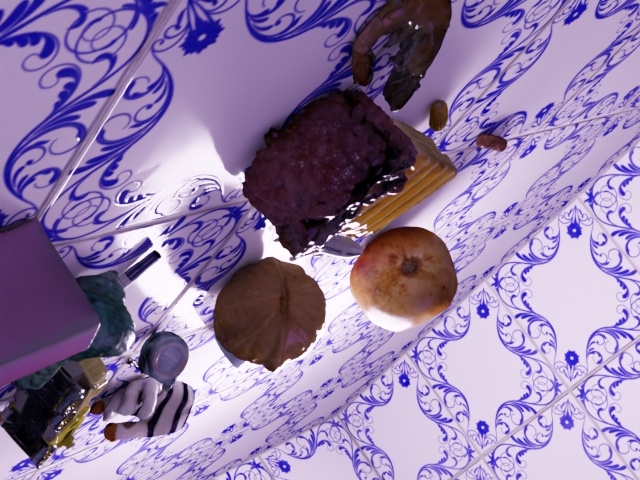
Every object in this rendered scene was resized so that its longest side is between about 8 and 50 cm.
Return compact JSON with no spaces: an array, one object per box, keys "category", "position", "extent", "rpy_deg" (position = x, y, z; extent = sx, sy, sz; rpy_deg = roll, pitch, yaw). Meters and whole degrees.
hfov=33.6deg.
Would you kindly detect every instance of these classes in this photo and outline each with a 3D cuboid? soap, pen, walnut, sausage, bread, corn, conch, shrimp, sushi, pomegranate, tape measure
[{"category":"soap","position":[-0.425,0.093,1.296],"extent":[0.259,0.181,0.081],"rpy_deg":[-24,161,-39]},{"category":"pen","position":[-0.340,0.084,1.726],"extent":[0.204,0.025,0.025],"rpy_deg":[-38,164,8]},{"category":"walnut","position":[-0.100,0.147,2.077],"extent":[0.225,0.225,0.261],"rpy_deg":[-29,168,-21]},{"category":"sausage","position":[0.384,-0.217,2.356],"extent":[0.158,0.042,0.036],"rpy_deg":[-3,106,-66]},{"category":"bread","position":[0.100,-0.105,1.942],"extent":[0.246,0.111,0.239],"rpy_deg":[-37,162,16]},{"category":"corn","position":[0.219,-0.231,1.965],"extent":[0.037,0.037,0.092],"rpy_deg":[-34,161,-7]},{"category":"conch","position":[-0.373,0.125,1.598],"extent":[0.196,0.134,0.202],"rpy_deg":[6,-154,43]},{"category":"shrimp","position":[0.111,-0.279,1.569],"extent":[0.173,0.058,0.253],"rpy_deg":[-19,152,-31]},{"category":"sushi","position":[0.021,-0.104,1.673],"extent":[0.270,0.171,0.236],"rpy_deg":[-38,165,-11]},{"category":"pomegranate","position":[0.198,0.093,2.507],"extent":[0.252,0.229,0.270],"rpy_deg":[-34,170,-4]},{"category":"tape measure","position":[-0.332,0.224,2.136],"extent":[0.107,0.104,0.180],"rpy_deg":[-57,-159,-7]}]

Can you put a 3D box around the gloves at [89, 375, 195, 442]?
[{"category":"gloves","position":[-0.386,0.350,2.265],"extent":[0.218,0.131,0.140],"rpy_deg":[14,138,-30]}]

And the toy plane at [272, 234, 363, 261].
[{"category":"toy plane","position":[0.000,0.000,2.034],"extent":[0.171,0.066,0.162],"rpy_deg":[5,152,-18]}]

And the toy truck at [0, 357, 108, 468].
[{"category":"toy truck","position":[-0.453,0.266,1.852],"extent":[0.157,0.124,0.272],"rpy_deg":[-34,165,-45]}]

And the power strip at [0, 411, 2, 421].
[{"category":"power strip","position":[-0.557,0.275,1.779],"extent":[0.028,0.049,0.178],"rpy_deg":[-24,161,-21]}]

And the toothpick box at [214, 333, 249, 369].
[{"category":"toothpick box","position":[-0.144,0.201,2.333],"extent":[0.153,0.101,0.101],"rpy_deg":[-36,164,5]}]
